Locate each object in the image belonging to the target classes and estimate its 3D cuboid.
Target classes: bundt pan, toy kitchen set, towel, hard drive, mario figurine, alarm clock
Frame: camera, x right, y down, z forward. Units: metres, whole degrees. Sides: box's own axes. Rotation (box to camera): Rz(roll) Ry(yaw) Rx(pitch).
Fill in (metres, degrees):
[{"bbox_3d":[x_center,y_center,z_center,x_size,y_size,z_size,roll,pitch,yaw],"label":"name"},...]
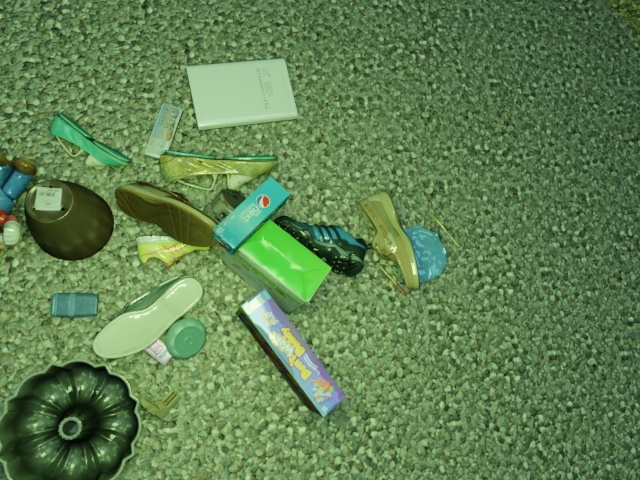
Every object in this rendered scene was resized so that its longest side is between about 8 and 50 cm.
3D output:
[{"bbox_3d":[-0.616,0.467,1.244,0.331,0.124,0.330,3,76,-11],"label":"bundt pan"},{"bbox_3d":[-0.442,0.419,1.327,0.068,0.083,0.075,28,67,38],"label":"toy kitchen set"},{"bbox_3d":[-0.671,0.177,1.347,0.120,0.029,0.067,2,77,-12],"label":"towel"},{"bbox_3d":[-0.251,-0.473,1.583,0.319,0.040,0.210,-11,80,-15],"label":"hard drive"},{"bbox_3d":[-0.872,-0.087,1.279,0.170,0.198,0.320,36,58,-47],"label":"mario figurine"},{"bbox_3d":[-0.258,-0.088,1.432,0.129,0.192,0.064,44,117,-1],"label":"alarm clock"}]

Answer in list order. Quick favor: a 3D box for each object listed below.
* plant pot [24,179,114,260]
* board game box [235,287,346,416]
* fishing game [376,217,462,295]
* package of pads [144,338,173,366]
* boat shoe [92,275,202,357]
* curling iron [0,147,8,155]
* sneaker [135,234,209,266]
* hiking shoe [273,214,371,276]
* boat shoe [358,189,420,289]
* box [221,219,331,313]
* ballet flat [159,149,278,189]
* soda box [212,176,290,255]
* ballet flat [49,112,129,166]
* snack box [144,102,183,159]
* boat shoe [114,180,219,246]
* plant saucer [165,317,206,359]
[{"bbox_3d":[-0.681,-0.073,1.296,0.216,0.230,0.215,3,77,-12],"label":"plant pot"},{"bbox_3d":[-0.093,0.303,1.342,0.078,0.233,0.347,-37,87,-18],"label":"board game box"},{"bbox_3d":[0.314,0.045,1.596,0.264,0.041,0.189,-40,81,-12],"label":"fishing game"},{"bbox_3d":[-0.447,0.306,1.366,0.083,0.032,0.050,40,69,-2],"label":"package of pads"},{"bbox_3d":[-0.475,0.205,1.360,0.319,0.099,0.116,-36,114,-14],"label":"boat shoe"},{"bbox_3d":[-1.008,-0.207,1.354,0.274,0.035,0.068,-20,80,-15],"label":"curling iron"},{"bbox_3d":[-0.422,0.030,1.419,0.209,0.081,0.094,-1,89,-9],"label":"sneaker"},{"bbox_3d":[0.000,0.000,1.515,0.304,0.113,0.132,28,46,-2],"label":"hiking shoe"},{"bbox_3d":[0.216,0.007,1.532,0.110,0.121,0.341,-20,64,3],"label":"boat shoe"},{"bbox_3d":[-0.134,0.072,1.385,0.262,0.231,0.126,38,68,-2],"label":"box"},{"bbox_3d":[-0.303,-0.208,1.484,0.349,0.123,0.123,1,77,-13],"label":"ballet flat"},{"bbox_3d":[-0.176,-0.063,1.252,0.071,0.067,0.210,43,68,2],"label":"soda box"},{"bbox_3d":[-0.675,-0.267,1.431,0.247,0.083,0.087,35,97,-3],"label":"ballet flat"},{"bbox_3d":[-0.480,-0.333,1.509,0.064,0.022,0.178,16,75,-8],"label":"snack box"},{"bbox_3d":[-0.410,-0.091,1.386,0.342,0.123,0.123,20,37,19],"label":"boat shoe"},{"bbox_3d":[-0.368,0.276,1.365,0.119,0.021,0.119,-8,104,-37],"label":"plant saucer"}]
